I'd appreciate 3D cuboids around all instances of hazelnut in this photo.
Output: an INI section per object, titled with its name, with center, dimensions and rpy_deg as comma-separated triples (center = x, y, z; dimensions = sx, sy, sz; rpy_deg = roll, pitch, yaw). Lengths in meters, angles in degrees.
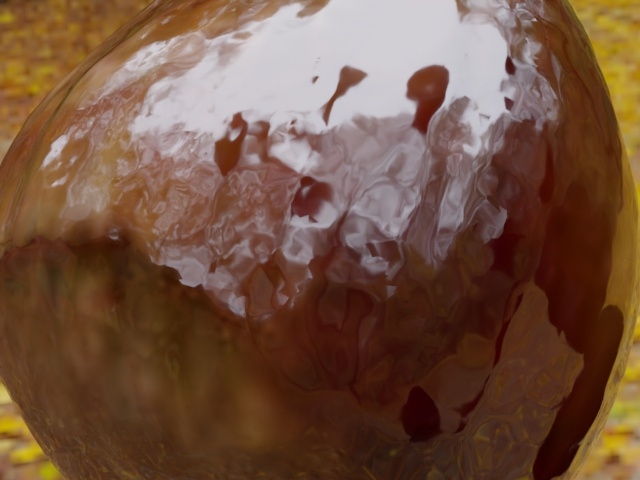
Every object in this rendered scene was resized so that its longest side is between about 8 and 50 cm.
[hazelnut]
center = 0.000, 0.000, 1.061
dimensions = 0.353, 0.421, 0.421
rpy_deg = 34, -1, -21
